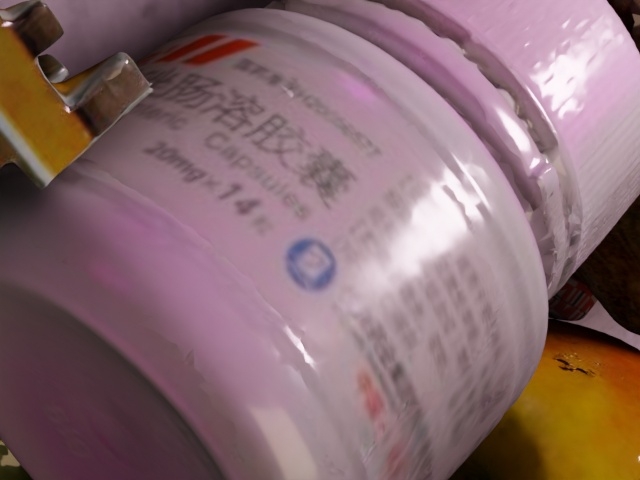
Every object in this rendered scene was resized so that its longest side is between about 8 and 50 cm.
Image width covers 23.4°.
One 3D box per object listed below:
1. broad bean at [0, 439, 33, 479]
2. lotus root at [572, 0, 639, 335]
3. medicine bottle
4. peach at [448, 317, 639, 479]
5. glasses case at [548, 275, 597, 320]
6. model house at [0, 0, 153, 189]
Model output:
[{"bbox_3d":[-0.143,0.130,0.937,0.238,0.119,0.291,-52,141,-2],"label":"broad bean"},{"bbox_3d":[0.189,-0.097,0.933,0.179,0.196,0.397,-39,136,-24],"label":"lotus root"},{"bbox_3d":[0.000,0.000,0.779,0.325,0.256,0.256,-43,143,-30],"label":"medicine bottle"},{"bbox_3d":[0.132,0.226,1.055,0.370,0.370,0.370,-20,134,-22],"label":"peach"},{"bbox_3d":[0.120,0.008,1.064,0.194,0.073,0.049,28,105,-46],"label":"glasses case"},{"bbox_3d":[-0.227,-0.085,0.619,0.215,0.224,0.198,-41,138,-11],"label":"model house"}]
